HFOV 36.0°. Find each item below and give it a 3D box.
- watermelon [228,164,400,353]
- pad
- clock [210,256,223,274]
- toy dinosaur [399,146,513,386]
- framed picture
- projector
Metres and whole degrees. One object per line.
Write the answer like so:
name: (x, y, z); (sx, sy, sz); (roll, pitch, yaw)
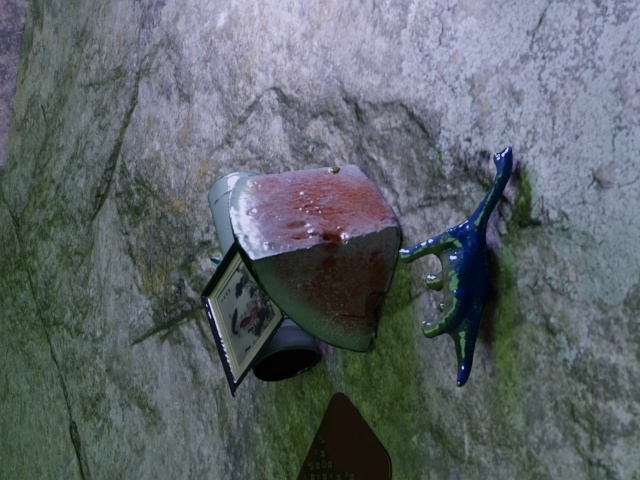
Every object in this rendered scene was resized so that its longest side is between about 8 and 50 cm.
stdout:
watermelon: (0.000, 0.000, 1.355); (0.201, 0.261, 0.213); (-41, 45, 13)
pad: (0.019, 0.370, 1.438); (0.181, 0.004, 0.267); (49, 126, 47)
clock: (-0.154, 0.075, 1.707); (0.101, 0.041, 0.135); (-51, 46, 42)
toy dinosaur: (0.188, 0.036, 1.159); (0.188, 0.075, 0.248); (-39, 49, 40)
framed picture: (-0.119, 0.099, 1.482); (0.195, 0.010, 0.199); (-55, 44, 37)
projector: (-0.094, 0.051, 1.556); (0.108, 0.108, 0.337); (-51, 47, 42)
